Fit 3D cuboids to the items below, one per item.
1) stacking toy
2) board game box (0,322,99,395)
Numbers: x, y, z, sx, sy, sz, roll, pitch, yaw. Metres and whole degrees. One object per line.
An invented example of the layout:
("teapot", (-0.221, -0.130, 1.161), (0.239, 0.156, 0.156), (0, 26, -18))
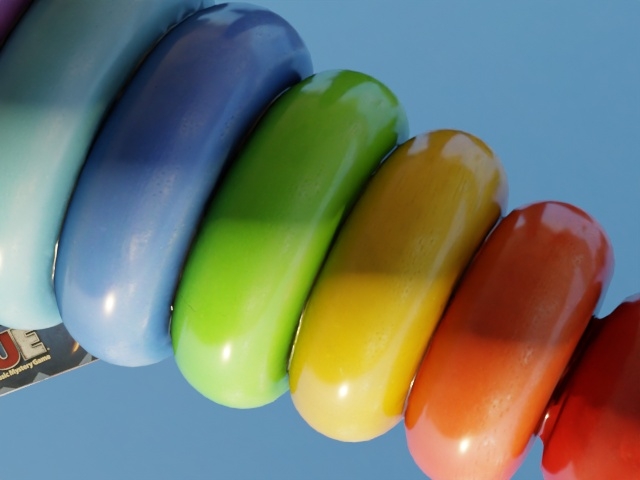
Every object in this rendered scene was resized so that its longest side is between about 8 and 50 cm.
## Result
("stacking toy", (0.000, 0.000, 0.579), (0.330, 0.141, 0.141), (25, -99, 12))
("board game box", (-0.140, 0.021, 1.264), (0.165, 0.243, 0.042), (-20, -76, 12))
